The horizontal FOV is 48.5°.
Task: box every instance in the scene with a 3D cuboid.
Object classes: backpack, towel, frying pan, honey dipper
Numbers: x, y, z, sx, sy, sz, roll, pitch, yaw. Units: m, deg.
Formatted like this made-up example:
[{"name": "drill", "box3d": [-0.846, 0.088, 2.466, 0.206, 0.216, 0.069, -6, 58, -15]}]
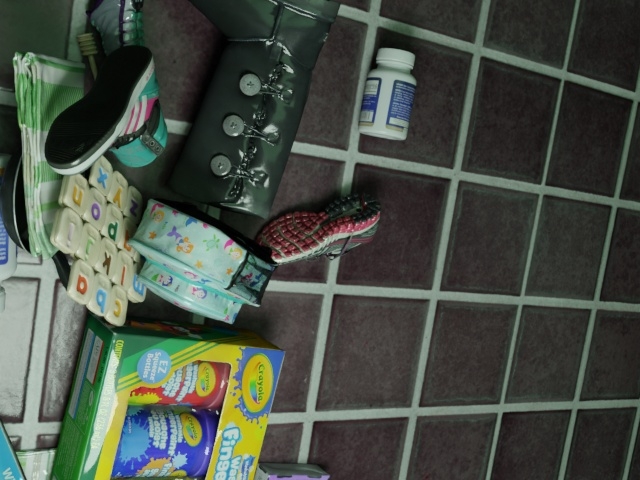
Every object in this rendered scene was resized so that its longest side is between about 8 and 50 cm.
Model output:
[{"name": "backpack", "box3d": [-0.234, 0.032, 1.333, 0.191, 0.225, 0.253, -60, 146, -10]}, {"name": "towel", "box3d": [-0.444, -0.147, 1.210, 0.038, 0.248, 0.324, 0, 100, 1]}, {"name": "towel", "box3d": [-0.531, 0.461, 1.389, 0.152, 0.023, 0.113, 4, 97, -30]}, {"name": "frying pan", "box3d": [-0.485, -0.048, 1.249, 0.053, 0.326, 0.197, 4, 67, -1]}, {"name": "honey dipper", "box3d": [-0.413, -0.300, 1.313, 0.031, 0.030, 0.160, -21, 112, -25]}]

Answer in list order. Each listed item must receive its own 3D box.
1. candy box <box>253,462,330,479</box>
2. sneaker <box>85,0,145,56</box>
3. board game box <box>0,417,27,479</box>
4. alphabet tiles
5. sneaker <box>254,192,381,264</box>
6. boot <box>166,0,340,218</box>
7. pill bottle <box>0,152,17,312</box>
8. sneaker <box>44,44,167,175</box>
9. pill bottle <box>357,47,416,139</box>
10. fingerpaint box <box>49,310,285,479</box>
[{"name": "candy box", "box3d": [-0.084, 0.621, 1.642, 0.165, 0.070, 0.196, 13, 92, -31]}, {"name": "sneaker", "box3d": [-0.379, -0.377, 1.306, 0.098, 0.083, 0.223, 6, 106, 3]}, {"name": "board game box", "box3d": [-0.671, 0.476, 1.237, 0.304, 0.097, 0.223, -23, 92, -25]}, {"name": "alphabet tiles", "box3d": [-0.382, 0.001, 1.271, 0.284, 0.021, 0.277, 58, 29, -60]}, {"name": "sneaker", "box3d": [0.000, 0.000, 1.554, 0.299, 0.120, 0.112, -17, 138, -18]}, {"name": "boot", "box3d": [-0.203, -0.297, 1.364, 0.367, 0.146, 0.445, 21, 108, 1]}, {"name": "pill bottle", "box3d": [-0.590, -0.012, 1.194, 0.152, 0.152, 0.271, 1, 99, -29]}, {"name": "sneaker", "box3d": [-0.355, -0.178, 1.219, 0.178, 0.124, 0.295, 84, 22, -50]}, {"name": "pill bottle", "box3d": [0.152, -0.323, 1.575, 0.112, 0.112, 0.186, 8, 96, -30]}, {"name": "fingerpaint box", "box3d": [-0.307, 0.391, 1.406, 0.371, 0.163, 0.444, 13, 92, -36]}]
